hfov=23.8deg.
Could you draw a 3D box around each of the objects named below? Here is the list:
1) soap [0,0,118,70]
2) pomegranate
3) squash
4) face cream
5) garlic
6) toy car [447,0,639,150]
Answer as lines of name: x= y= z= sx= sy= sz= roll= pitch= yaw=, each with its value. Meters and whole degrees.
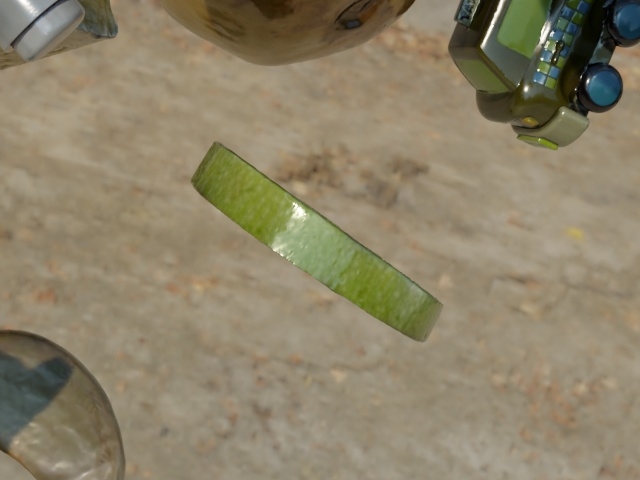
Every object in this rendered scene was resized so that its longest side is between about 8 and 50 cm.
soap: x=-0.421 y=-0.272 z=1.968 sx=0.274 sy=0.089 sz=0.173 roll=-13 pitch=0 yaw=16
pomegranate: x=-0.041 y=-0.341 z=1.468 sx=0.338 sy=0.338 sz=0.338 roll=14 pitch=26 yaw=-7
squash: x=0.000 y=0.000 z=1.327 sx=0.252 sy=0.049 sz=0.252 roll=34 pitch=3 yaw=-2
face cream: x=-0.276 y=-0.223 z=1.417 sx=0.095 sy=0.091 sz=0.091 roll=48 pitch=27 yaw=-6
garlic: x=-0.346 y=0.248 z=1.880 sx=0.338 sy=0.151 sz=0.196 roll=37 pitch=47 yaw=11
toy car: x=0.256 y=-0.254 z=1.826 sx=0.198 sy=0.248 sz=0.204 roll=23 pitch=0 yaw=-19
